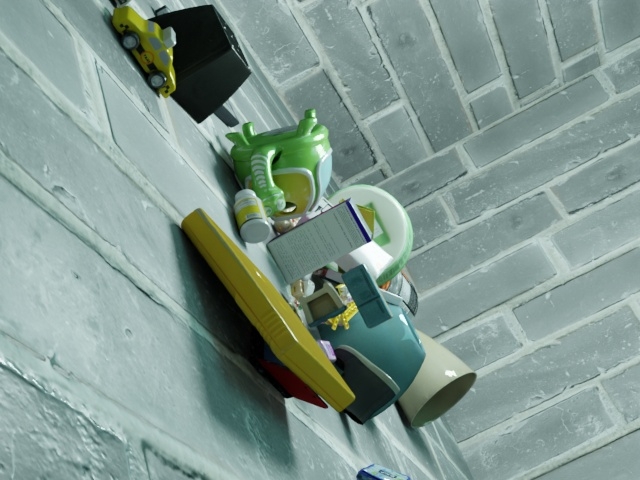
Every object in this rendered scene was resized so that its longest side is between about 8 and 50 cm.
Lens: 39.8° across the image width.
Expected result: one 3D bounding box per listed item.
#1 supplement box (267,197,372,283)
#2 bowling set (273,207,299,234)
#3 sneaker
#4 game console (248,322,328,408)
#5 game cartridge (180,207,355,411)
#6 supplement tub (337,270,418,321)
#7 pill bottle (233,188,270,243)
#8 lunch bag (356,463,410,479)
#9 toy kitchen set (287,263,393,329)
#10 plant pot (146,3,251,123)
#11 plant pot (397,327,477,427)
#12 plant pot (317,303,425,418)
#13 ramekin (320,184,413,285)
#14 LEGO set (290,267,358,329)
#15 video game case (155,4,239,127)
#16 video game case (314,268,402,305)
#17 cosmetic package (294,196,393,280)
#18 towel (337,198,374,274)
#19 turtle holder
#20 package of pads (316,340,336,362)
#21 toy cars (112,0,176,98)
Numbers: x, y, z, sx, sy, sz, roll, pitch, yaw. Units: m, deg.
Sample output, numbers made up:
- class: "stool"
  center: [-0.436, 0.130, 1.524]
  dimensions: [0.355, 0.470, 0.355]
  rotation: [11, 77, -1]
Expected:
- class: "supplement box"
  center: [0.000, 0.000, 2.071]
  dimensions: [0.113, 0.220, 0.111]
  rotation: [60, 7, -4]
- class: "bowling set"
  center: [-0.012, -0.061, 2.344]
  dimensions: [0.154, 0.200, 0.287]
  rotation: [58, 4, -16]
- class: "sneaker"
  center: [0.065, 0.313, 1.949]
  dimensions: [0.222, 0.118, 0.083]
  rotation: [26, -25, 56]
- class: "game console"
  center: [-0.051, 0.204, 1.469]
  dimensions: [0.144, 0.085, 0.124]
  rotation: [55, 26, -46]
- class: "game cartridge"
  center: [-0.081, 0.122, 1.447]
  dimensions: [0.323, 0.053, 0.285]
  rotation: [52, 0, 37]
- class: "supplement tub"
  center: [0.176, 0.155, 2.771]
  dimensions: [0.207, 0.207, 0.338]
  rotation: [66, 8, 27]
- class: "pill bottle"
  center: [-0.147, -0.053, 1.853]
  dimensions: [0.065, 0.065, 0.116]
  rotation: [55, 11, -45]
- class: "lunch bag"
  center: [0.134, 0.499, 1.710]
  dimensions: [0.151, 0.096, 0.129]
  rotation: [49, 6, 16]
- class: "toy kitchen set"
  center: [0.015, 0.142, 1.693]
  dimensions: [0.122, 0.207, 0.166]
  rotation: [62, 8, 7]
- class: "plant pot"
  center: [-0.262, -0.401, 1.932]
  dimensions: [0.188, 0.167, 0.187]
  rotation: [64, 7, 24]
- class: "plant pot"
  center: [0.298, 0.396, 2.754]
  dimensions: [0.274, 0.256, 0.256]
  rotation: [49, 1, 27]
- class: "plant pot"
  center: [0.143, 0.267, 2.187]
  dimensions: [0.290, 0.195, 0.290]
  rotation: [60, 8, -14]
- class: "ramekin"
  center: [0.116, -0.016, 2.534]
  dimensions: [0.303, 0.304, 0.148]
  rotation: [63, 0, 8]
- class: "LEGO set"
  center: [0.003, 0.141, 2.054]
  dimensions: [0.287, 0.107, 0.132]
  rotation: [-7, 97, -52]
- class: "video game case"
  center: [-0.308, -0.436, 2.253]
  dimensions: [0.248, 0.035, 0.275]
  rotation: [64, 8, 16]
- class: "video game case"
  center: [0.093, 0.120, 2.332]
  dimensions: [0.204, 0.025, 0.285]
  rotation: [22, -4, -5]
- class: "cosmetic package"
  center: [0.059, 0.005, 2.194]
  dimensions: [0.239, 0.060, 0.099]
  rotation: [41, 47, 2]
- class: "towel"
  center: [0.092, 0.005, 2.257]
  dimensions: [0.021, 0.102, 0.237]
  rotation: [-47, 147, -44]
- class: "turtle holder"
  center: [-0.077, -0.165, 2.064]
  dimensions: [0.320, 0.244, 0.227]
  rotation: [-143, -141, -70]
- class: "package of pads"
  center: [0.008, 0.248, 1.954]
  dimensions: [0.050, 0.032, 0.083]
  rotation: [67, 8, 13]
- class: "toy cars"
  center: [-0.371, -0.473, 1.749]
  dimensions: [0.393, 0.087, 0.176]
  rotation: [63, 7, 7]
